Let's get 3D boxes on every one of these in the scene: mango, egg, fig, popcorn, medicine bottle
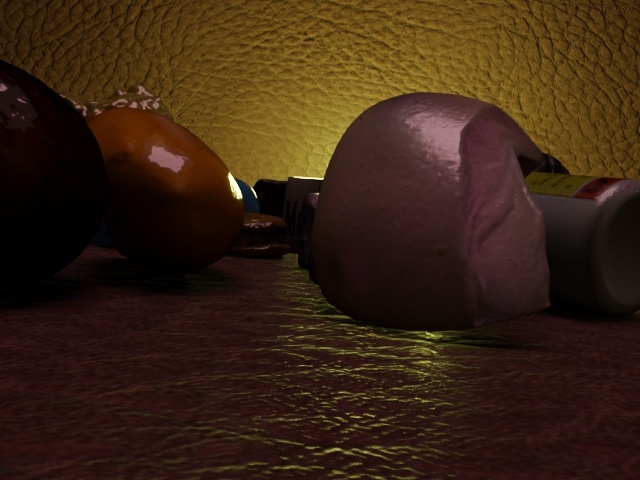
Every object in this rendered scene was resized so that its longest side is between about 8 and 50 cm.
[{"bbox_3d":[-0.154,-0.047,0.751,0.138,0.187,0.257,-34,26,-15],"label":"mango"},{"bbox_3d":[0.085,-0.044,0.649,0.206,0.161,0.271,-6,16,19],"label":"egg"},{"bbox_3d":[-0.280,-0.058,0.584,0.235,0.214,0.235,21,-15,6],"label":"fig"},{"bbox_3d":[-0.360,-0.143,1.304,0.293,0.293,0.237,9,24,42],"label":"popcorn"},{"bbox_3d":[0.244,-0.004,0.811,0.139,0.139,0.225,2,6,-34],"label":"medicine bottle"}]

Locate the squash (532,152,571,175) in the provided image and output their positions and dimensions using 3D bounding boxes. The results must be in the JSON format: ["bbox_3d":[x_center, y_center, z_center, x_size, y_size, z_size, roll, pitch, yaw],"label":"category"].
[{"bbox_3d":[0.249,-0.035,1.010,0.193,0.193,0.156,6,36,16],"label":"squash"}]

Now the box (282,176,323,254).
[{"bbox_3d":[0.011,-0.029,1.058,0.036,0.115,0.177,3,4,-41],"label":"box"}]

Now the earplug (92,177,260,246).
[{"bbox_3d":[-0.195,-0.050,1.077,0.132,0.132,0.273,8,2,37],"label":"earplug"}]

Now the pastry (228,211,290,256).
[{"bbox_3d":[-0.094,-0.008,1.038,0.109,0.057,0.097,5,6,18],"label":"pastry"}]

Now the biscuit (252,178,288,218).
[{"bbox_3d":[0.044,-0.047,1.390,0.388,0.107,0.073,2,8,-38],"label":"biscuit"}]

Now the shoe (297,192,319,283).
[{"bbox_3d":[0.047,0.002,0.884,0.138,0.095,0.245,8,7,-10],"label":"shoe"}]
